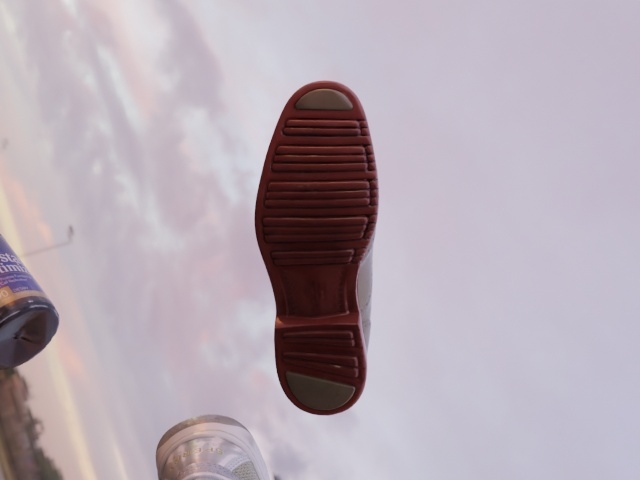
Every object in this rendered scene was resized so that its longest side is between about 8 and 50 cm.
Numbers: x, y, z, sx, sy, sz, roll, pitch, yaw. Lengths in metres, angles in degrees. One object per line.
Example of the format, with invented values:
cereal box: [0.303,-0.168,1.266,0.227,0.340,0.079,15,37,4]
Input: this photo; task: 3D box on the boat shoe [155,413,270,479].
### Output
boat shoe: [-0.054,0.299,0.964,0.103,0.118,0.320,-105,178,-66]

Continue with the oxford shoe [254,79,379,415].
oxford shoe: [0.000,0.000,1.195,0.130,0.123,0.348,-68,162,-71]

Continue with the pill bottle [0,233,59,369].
pill bottle: [-0.452,0.058,1.519,0.219,0.122,0.123,46,-28,27]
